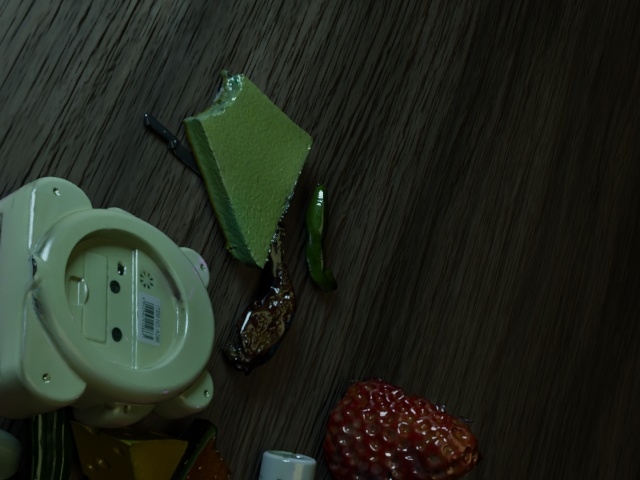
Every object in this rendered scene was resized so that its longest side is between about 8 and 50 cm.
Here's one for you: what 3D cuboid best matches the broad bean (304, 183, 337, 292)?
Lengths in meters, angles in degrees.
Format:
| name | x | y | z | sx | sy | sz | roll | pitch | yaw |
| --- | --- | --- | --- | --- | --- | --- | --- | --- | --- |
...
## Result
| name | x | y | z | sx | sy | sz | roll | pitch | yaw |
| --- | --- | --- | --- | --- | --- | --- | --- | --- | --- |
| broad bean | -0.004 | 0.005 | 1.371 | 0.061 | 0.046 | 0.195 | -35 | 121 | -53 |

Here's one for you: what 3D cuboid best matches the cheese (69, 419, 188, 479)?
| name | x | y | z | sx | sy | sz | roll | pitch | yaw |
| --- | --- | --- | --- | --- | --- | --- | --- | --- | --- |
| cheese | -0.256 | 0.276 | 1.032 | 0.171 | 0.093 | 0.126 | 79 | 35 | -59 |

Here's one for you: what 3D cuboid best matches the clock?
| name | x | y | z | sx | sy | sz | roll | pitch | yaw |
| --- | --- | --- | --- | --- | --- | --- | --- | --- | --- |
| clock | -0.263 | 0.090 | 1.003 | 0.309 | 0.114 | 0.284 | 27 | 48 | -49 |

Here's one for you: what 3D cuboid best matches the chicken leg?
| name | x | y | z | sx | sy | sz | roll | pitch | yaw |
| --- | --- | --- | --- | --- | --- | --- | --- | --- | --- |
| chicken leg | -0.086 | 0.093 | 1.289 | 0.106 | 0.051 | 0.253 | 25 | 71 | -39 |

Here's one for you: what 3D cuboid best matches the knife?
| name | x | y | z | sx | sy | sz | roll | pitch | yaw |
| --- | --- | --- | --- | --- | --- | --- | --- | --- | --- |
| knife | -0.202 | -0.129 | 1.183 | 0.170 | 0.010 | 0.023 | 43 | 61 | -40 |

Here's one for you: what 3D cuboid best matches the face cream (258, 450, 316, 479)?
| name | x | y | z | sx | sy | sz | roll | pitch | yaw |
| --- | --- | --- | --- | --- | --- | --- | --- | --- | --- |
| face cream | -0.075 | 0.500 | 1.285 | 0.092 | 0.092 | 0.311 | 17 | 80 | -46 |

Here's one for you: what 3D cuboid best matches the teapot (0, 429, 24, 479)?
| name | x | y | z | sx | sy | sz | roll | pitch | yaw |
| --- | --- | --- | --- | --- | --- | --- | --- | --- | --- |
| teapot | -0.441 | 0.166 | 0.848 | 0.318 | 0.149 | 0.220 | 5 | 102 | -70 |

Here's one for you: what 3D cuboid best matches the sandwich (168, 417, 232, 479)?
| name | x | y | z | sx | sy | sz | roll | pitch | yaw |
| --- | --- | --- | --- | --- | --- | --- | --- | --- | --- |
| sandwich | -0.207 | 0.371 | 1.158 | 0.159 | 0.079 | 0.235 | 17 | 83 | -56 |

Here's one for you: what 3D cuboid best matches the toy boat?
| name | x | y | z | sx | sy | sz | roll | pitch | yaw |
| --- | --- | --- | --- | --- | --- | --- | --- | --- | --- |
| toy boat | -0.334 | 0.240 | 0.988 | 0.104 | 0.052 | 0.210 | 81 | 6 | -78 |

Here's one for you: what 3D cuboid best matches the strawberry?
| name | x | y | z | sx | sy | sz | roll | pitch | yaw |
| --- | --- | --- | --- | --- | --- | --- | --- | --- | --- |
| strawberry | 0.119 | 0.388 | 1.364 | 0.150 | 0.280 | 0.253 | -25 | 118 | -41 |

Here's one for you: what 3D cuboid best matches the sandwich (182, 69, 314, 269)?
| name | x | y | z | sx | sy | sz | roll | pitch | yaw |
| --- | --- | --- | --- | --- | --- | --- | --- | --- | --- |
| sandwich | -0.130 | -0.112 | 1.221 | 0.212 | 0.063 | 0.245 | 40 | 59 | -37 |
